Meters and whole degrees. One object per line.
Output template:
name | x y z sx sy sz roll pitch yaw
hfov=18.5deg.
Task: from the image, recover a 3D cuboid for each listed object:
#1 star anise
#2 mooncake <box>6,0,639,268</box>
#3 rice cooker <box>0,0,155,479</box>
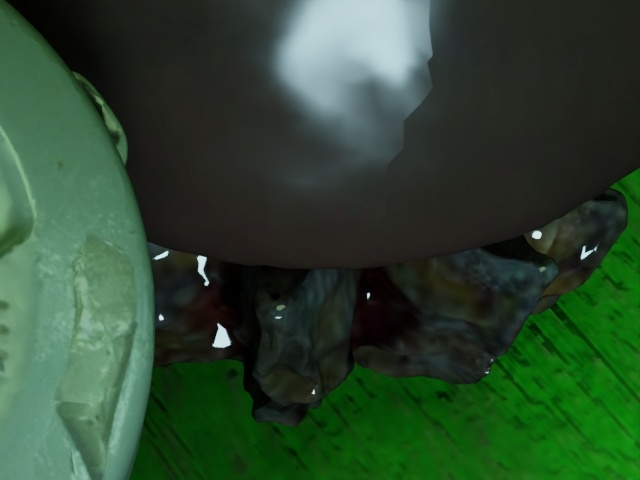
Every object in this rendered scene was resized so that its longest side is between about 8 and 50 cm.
star anise | 0.001 0.000 0.793 0.236 0.109 0.223 15 33 28
mooncake | 0.004 -0.138 0.762 0.326 0.174 0.334 -29 42 -34
rice cooker | -0.197 0.054 0.606 0.288 0.277 0.288 4 68 -11
